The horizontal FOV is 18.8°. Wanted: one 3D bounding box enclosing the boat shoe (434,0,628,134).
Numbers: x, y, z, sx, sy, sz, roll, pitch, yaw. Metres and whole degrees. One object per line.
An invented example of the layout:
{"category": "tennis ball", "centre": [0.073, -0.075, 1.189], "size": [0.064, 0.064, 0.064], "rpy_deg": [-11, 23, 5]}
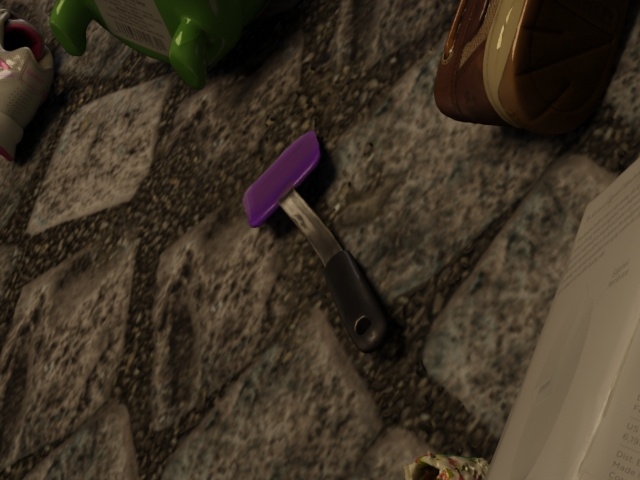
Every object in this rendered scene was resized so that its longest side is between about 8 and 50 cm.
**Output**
{"category": "boat shoe", "centre": [0.166, -0.232, 1.348], "size": [0.123, 0.123, 0.342], "rpy_deg": [3, 71, 52]}

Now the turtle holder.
{"category": "turtle holder", "centre": [-0.152, -0.308, 1.641], "size": [0.243, 0.320, 0.227], "rpy_deg": [3, 50, 55]}

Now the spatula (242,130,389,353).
{"category": "spatula", "centre": [0.000, 0.000, 1.431], "size": [0.084, 0.030, 0.296], "rpy_deg": [-46, 34, 10]}

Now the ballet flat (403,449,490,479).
{"category": "ballet flat", "centre": [0.050, 0.231, 1.125], "size": [0.091, 0.077, 0.241], "rpy_deg": [-12, 53, 46]}

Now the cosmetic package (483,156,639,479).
{"category": "cosmetic package", "centre": [0.186, 0.072, 0.954], "size": [0.224, 0.138, 0.225], "rpy_deg": [121, 171, -73]}

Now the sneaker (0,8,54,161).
{"category": "sneaker", "centre": [-0.327, -0.182, 1.957], "size": [0.111, 0.103, 0.252], "rpy_deg": [-46, 40, 7]}
